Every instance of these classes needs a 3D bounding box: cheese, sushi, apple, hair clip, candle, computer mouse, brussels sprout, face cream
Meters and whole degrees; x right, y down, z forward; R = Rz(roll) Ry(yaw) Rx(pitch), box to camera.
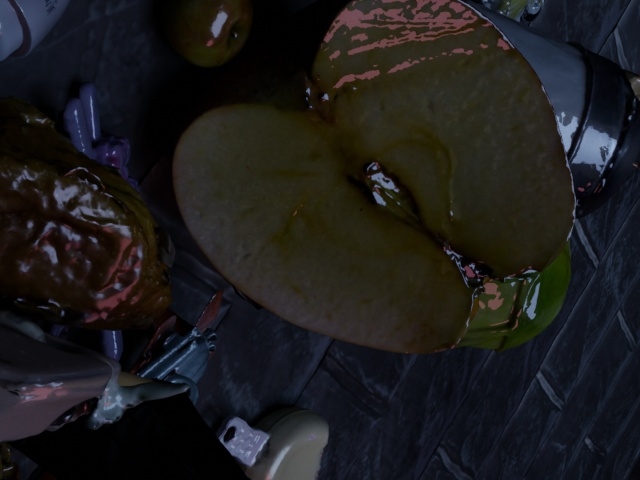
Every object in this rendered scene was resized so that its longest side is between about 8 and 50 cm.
[{"bbox_3d":[-0.075,0.297,1.388,0.249,0.071,0.163,9,103,-56],"label":"cheese"},{"bbox_3d":[-0.241,-0.021,0.824,0.296,0.179,0.167,15,112,-24],"label":"sushi"},{"bbox_3d":[0.059,-0.065,1.050,0.365,0.329,0.295,42,59,-15],"label":"apple"},{"bbox_3d":[-0.206,-0.006,0.995,0.137,0.090,0.278,-75,177,-65],"label":"hair clip"},{"bbox_3d":[-0.105,-0.208,1.005,0.089,0.074,0.089,-36,140,-37],"label":"apple"},{"bbox_3d":[0.191,-0.163,1.262,0.342,0.221,0.221,21,96,-18],"label":"candle"},{"bbox_3d":[-0.289,0.085,0.747,0.199,0.389,0.115,-108,-165,-86],"label":"computer mouse"},{"bbox_3d":[0.229,0.024,1.479,0.294,0.227,0.259,-35,135,-54],"label":"brussels sprout"},{"bbox_3d":[-0.241,-0.190,0.816,0.095,0.091,0.091,-52,146,-31],"label":"face cream"}]

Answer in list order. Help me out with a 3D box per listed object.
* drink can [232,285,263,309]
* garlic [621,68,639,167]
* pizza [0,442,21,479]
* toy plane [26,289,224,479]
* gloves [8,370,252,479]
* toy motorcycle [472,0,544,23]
[{"bbox_3d":[0.000,0.000,1.273,0.235,0.097,0.097,-24,130,-46],"label":"drink can"},{"bbox_3d":[0.474,-0.209,1.775,0.206,0.128,0.115,67,13,-55],"label":"garlic"},{"bbox_3d":[-0.333,0.258,1.012,0.147,0.069,0.226,-45,141,-31],"label":"pizza"},{"bbox_3d":[-0.197,0.193,1.061,0.326,0.104,0.223,-56,170,-33],"label":"toy plane"},{"bbox_3d":[-0.207,0.192,0.907,0.197,0.301,0.152,-60,-179,7],"label":"gloves"},{"bbox_3d":[0.231,-0.330,1.387,0.229,0.074,0.151,-27,130,-40],"label":"toy motorcycle"}]
